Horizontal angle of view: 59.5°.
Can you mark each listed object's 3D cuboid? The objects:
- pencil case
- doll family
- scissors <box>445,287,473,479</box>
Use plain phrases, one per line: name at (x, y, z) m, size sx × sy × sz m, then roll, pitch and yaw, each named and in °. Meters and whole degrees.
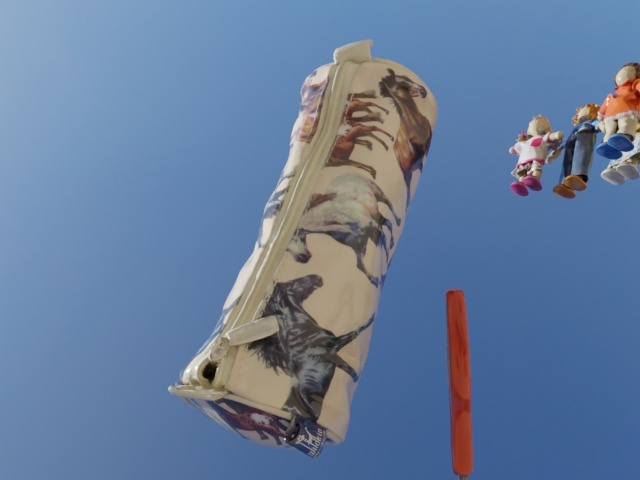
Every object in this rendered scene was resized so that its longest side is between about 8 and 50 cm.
pencil case at (0.000, 0.000, 0.578) m, size 0.160 × 0.183 × 0.410 m, roll 11°, pitch -113°, yaw 20°
doll family at (0.406, -0.150, 0.826) m, size 0.118 × 0.263 × 0.163 m, roll 29°, pitch -112°, yaw -15°
scissors at (0.106, 0.181, 0.426) m, size 0.021 × 0.109 × 0.297 m, roll 1°, pitch -124°, yaw 10°
